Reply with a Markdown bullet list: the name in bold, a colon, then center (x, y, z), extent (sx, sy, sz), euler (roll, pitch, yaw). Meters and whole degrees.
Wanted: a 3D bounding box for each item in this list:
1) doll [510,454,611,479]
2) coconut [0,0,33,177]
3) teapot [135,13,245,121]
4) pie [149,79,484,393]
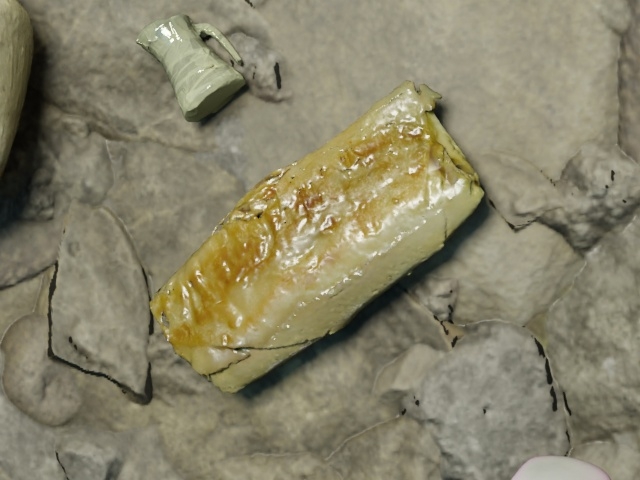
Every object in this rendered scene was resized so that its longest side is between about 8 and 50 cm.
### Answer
- **doll**: center (0.231, 0.317, 1.018), extent (0.310, 0.240, 0.284), euler (27, 75, 30)
- **coconut**: center (-0.345, -0.129, 1.168), extent (0.266, 0.237, 0.237), euler (42, 105, 9)
- **teapot**: center (-0.101, -0.142, 1.185), extent (0.067, 0.057, 0.083), euler (-34, 77, -20)
- **pie**: center (0.000, 0.000, 1.150), extent (0.282, 0.068, 0.128), euler (-39, 70, 16)
